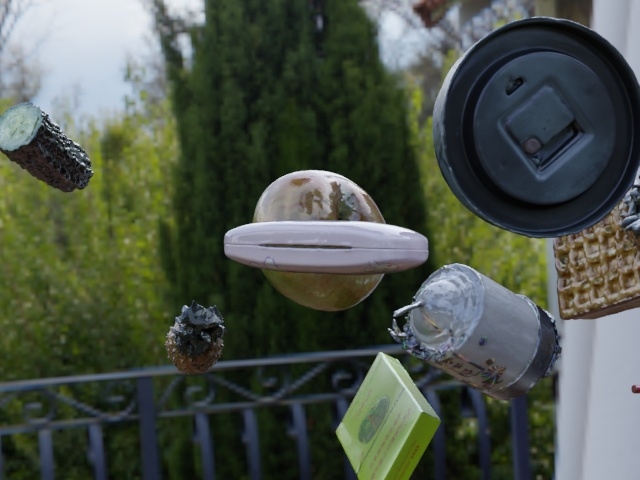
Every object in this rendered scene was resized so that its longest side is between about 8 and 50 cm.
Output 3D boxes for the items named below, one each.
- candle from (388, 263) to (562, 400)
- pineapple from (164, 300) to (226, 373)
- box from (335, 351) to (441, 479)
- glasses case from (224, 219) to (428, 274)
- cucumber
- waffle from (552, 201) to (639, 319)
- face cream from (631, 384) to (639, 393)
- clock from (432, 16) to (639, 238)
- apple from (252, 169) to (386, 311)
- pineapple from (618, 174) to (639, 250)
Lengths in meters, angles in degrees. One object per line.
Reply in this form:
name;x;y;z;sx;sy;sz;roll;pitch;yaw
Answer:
candle;0.237;0.140;2.046;0.330;0.187;0.187;29;-17;-34
pineapple;-0.256;0.196;2.519;0.128;0.128;0.248;-3;-18;-10
box;0.115;0.336;2.202;0.047;0.187;0.335;26;7;-15
glasses case;0.005;0.009;1.691;0.297;0.075;0.113;1;-1;28
cucumber;-0.344;-0.108;1.566;0.077;0.077;0.265;-3;-14;8
waffle;0.582;0.034;2.410;0.091;0.212;0.308;6;-17;-26
face cream;0.507;0.225;1.845;0.083;0.040;0.021;3;41;-22
clock;0.324;-0.164;1.807;0.325;0.325;0.067;-3;2;-13
apple;0.000;0.000;2.171;0.261;0.260;0.194;-5;-14;-39
pineapple;0.560;-0.052;2.024;0.169;0.169;0.340;-2;-1;22
